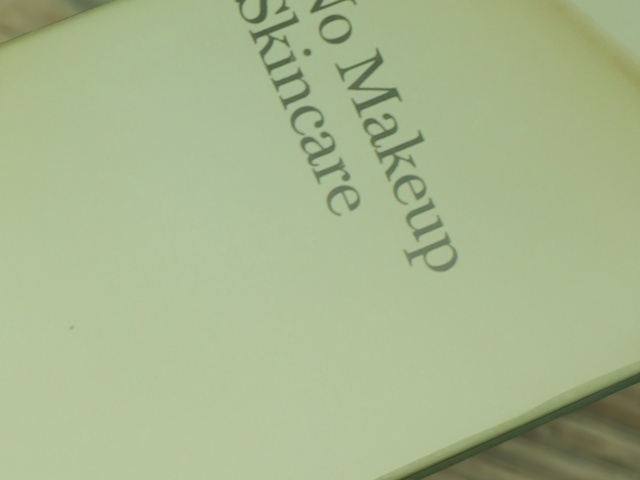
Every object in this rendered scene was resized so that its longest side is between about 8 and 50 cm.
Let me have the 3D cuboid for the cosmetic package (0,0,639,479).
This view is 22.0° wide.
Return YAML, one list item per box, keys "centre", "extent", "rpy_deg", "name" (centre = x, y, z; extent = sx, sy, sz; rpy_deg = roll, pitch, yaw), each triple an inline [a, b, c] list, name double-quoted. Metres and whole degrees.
- centre: [0.000, 0.000, 0.497]
  extent: [0.309, 0.113, 0.160]
  rpy_deg: [-24, 80, -9]
  name: "cosmetic package"
